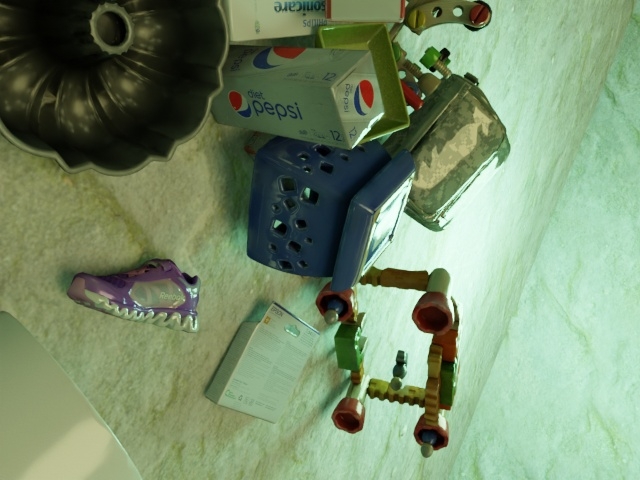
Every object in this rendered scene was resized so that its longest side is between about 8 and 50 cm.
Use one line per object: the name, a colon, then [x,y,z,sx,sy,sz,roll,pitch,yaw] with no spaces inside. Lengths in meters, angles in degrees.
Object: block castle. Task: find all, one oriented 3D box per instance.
block castle: [0.165,0.285,1.211,0.213,0.302,0.454,-58,148,-53]

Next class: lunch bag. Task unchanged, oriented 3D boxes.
lunch bag: [0.250,-0.191,1.143,0.305,0.212,0.256,-49,150,6]

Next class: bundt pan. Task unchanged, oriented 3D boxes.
bundt pan: [-0.272,-0.247,0.601,0.330,0.124,0.331,-26,125,-44]

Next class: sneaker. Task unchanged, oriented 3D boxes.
sneaker: [-0.266,0.071,0.784,0.236,0.095,0.105,30,75,-57]

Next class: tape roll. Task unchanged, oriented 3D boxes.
tape roll: [-0.332,0.223,0.604,0.100,0.286,0.286,-39,133,-34]

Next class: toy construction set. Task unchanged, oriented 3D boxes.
toy construction set: [0.166,-0.415,1.034,0.237,0.257,0.309,41,46,-6]

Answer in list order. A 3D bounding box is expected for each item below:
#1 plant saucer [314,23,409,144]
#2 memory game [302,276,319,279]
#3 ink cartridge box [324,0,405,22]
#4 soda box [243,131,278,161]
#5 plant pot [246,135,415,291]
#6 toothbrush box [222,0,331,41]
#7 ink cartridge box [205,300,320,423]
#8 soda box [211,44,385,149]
plant saucer: [0.065,-0.265,0.878,0.188,0.045,0.189,-28,106,-44]
memory game: [0.000,0.000,1.142,0.186,0.012,0.186,-24,123,-43]
ink cartridge box: [0.077,-0.441,0.789,0.273,0.114,0.197,-70,162,-65]
soda box: [-0.057,-0.210,0.940,0.183,0.058,0.063,-58,141,-16]
plant pot: [0.025,-0.065,0.909,0.236,0.212,0.236,-45,154,-44]
toothbrush box: [-0.095,-0.444,0.732,0.216,0.126,0.296,-28,126,-43]
ink cartridge box: [-0.111,0.255,1.088,0.224,0.045,0.223,-61,143,-14]
soda box: [-0.053,-0.217,0.752,0.091,0.286,0.098,-48,136,-26]
